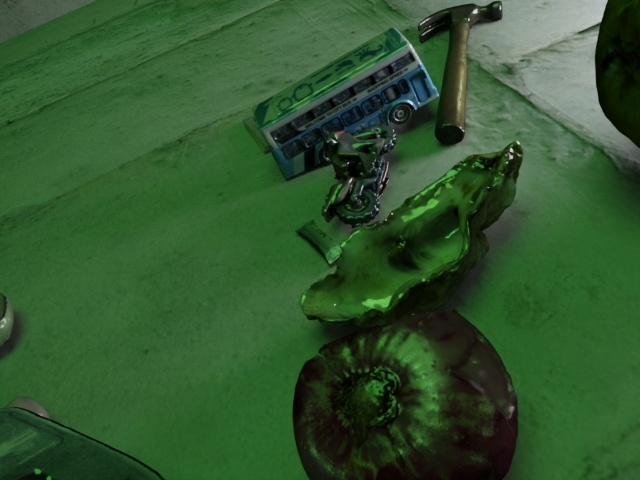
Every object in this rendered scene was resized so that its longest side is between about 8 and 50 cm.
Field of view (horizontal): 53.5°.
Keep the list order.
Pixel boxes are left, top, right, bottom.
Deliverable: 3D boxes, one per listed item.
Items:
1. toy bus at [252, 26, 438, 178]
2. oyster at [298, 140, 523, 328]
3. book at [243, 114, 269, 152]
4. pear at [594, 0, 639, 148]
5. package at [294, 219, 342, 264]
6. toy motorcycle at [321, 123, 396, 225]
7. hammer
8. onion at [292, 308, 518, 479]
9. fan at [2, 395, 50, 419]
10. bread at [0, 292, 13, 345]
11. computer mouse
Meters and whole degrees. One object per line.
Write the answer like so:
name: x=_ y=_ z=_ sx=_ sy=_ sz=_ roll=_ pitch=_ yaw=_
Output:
toy bus: x=0.039 y=-0.231 z=1.081 sx=0.297 sy=0.131 sz=0.106 roll=-29 pitch=40 yaw=7
oyster: x=0.137 y=0.005 z=0.804 sx=0.341 sy=0.110 sz=0.166 roll=-45 pitch=39 yaw=-21
book: x=-0.044 y=-0.247 z=1.240 sx=0.199 sy=0.016 sz=0.138 roll=-28 pitch=40 yaw=-7
pear: x=0.512 y=-0.247 z=0.726 sx=0.413 sy=0.352 sz=0.352 roll=-26 pitch=38 yaw=-22
package: x=0.000 y=0.000 z=0.942 sx=0.037 sy=0.015 sz=0.110 roll=-33 pitch=42 yaw=-13
toy motorcycle: x=0.048 y=-0.106 z=0.991 sx=0.118 sy=0.084 sz=0.212 roll=4 pitch=50 yaw=17
hammer: x=0.251 y=-0.321 z=1.165 sx=0.168 sy=0.044 sz=0.440 roll=-5 pitch=42 yaw=19
onion: x=0.079 y=0.176 z=0.592 sx=0.207 sy=0.200 sz=0.200 roll=-8 pitch=40 yaw=-3
fan: x=-0.433 y=0.284 z=0.758 sx=0.130 sy=0.074 sz=0.244 roll=40 pitch=48 yaw=3
bread: x=-0.570 y=0.177 z=0.972 sx=0.172 sy=0.064 sz=0.232 roll=-3 pitch=42 yaw=23
computer mouse: x=-0.279 y=0.291 z=0.650 sx=0.374 sy=0.114 sz=0.203 roll=16 pitch=24 yaw=32
